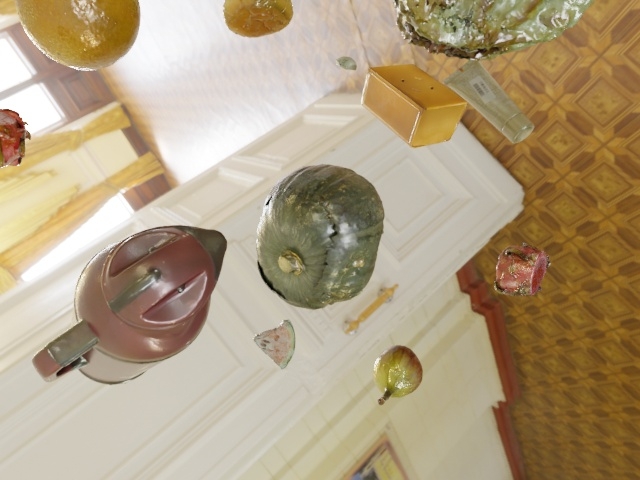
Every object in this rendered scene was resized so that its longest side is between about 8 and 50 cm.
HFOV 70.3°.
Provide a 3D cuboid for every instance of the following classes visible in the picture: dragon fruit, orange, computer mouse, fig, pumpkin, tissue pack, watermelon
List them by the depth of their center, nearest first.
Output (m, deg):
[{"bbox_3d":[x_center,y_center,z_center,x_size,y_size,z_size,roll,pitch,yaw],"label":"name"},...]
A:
[{"bbox_3d":[-0.668,-0.187,0.905,0.134,0.207,0.150,9,160,1],"label":"dragon fruit"},{"bbox_3d":[0.000,0.000,1.030,0.292,0.258,0.327,15,119,33],"label":"pumpkin"},{"bbox_3d":[-0.561,-0.545,1.071,0.274,0.274,0.274,42,156,24],"label":"orange"},{"bbox_3d":[0.206,0.416,1.378,0.143,0.231,0.160,35,125,38],"label":"fig"},{"bbox_3d":[-0.142,0.309,1.438,0.140,0.071,0.186,14,114,4],"label":"watermelon"},{"bbox_3d":[0.289,-0.433,1.446,0.274,0.195,0.145,53,147,34],"label":"tissue pack"},{"bbox_3d":[0.088,-0.585,1.493,0.056,0.110,0.032,36,120,10],"label":"computer mouse"},{"bbox_3d":[0.786,0.106,1.740,0.147,0.282,0.210,8,134,51],"label":"dragon fruit"}]

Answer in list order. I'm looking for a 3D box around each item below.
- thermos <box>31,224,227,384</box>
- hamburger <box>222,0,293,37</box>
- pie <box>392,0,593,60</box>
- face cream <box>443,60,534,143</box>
[{"bbox_3d":[-0.191,0.071,0.433,0.330,0.137,0.109,-35,60,55],"label":"thermos"},{"bbox_3d":[-0.207,-0.799,1.528,0.244,0.245,0.162,135,134,-68],"label":"hamburger"},{"bbox_3d":[0.323,-0.531,0.805,0.180,0.419,0.394,-100,-1,-69],"label":"pie"},{"bbox_3d":[0.566,-0.468,1.516,0.341,0.137,0.084,58,-167,24],"label":"face cream"}]
